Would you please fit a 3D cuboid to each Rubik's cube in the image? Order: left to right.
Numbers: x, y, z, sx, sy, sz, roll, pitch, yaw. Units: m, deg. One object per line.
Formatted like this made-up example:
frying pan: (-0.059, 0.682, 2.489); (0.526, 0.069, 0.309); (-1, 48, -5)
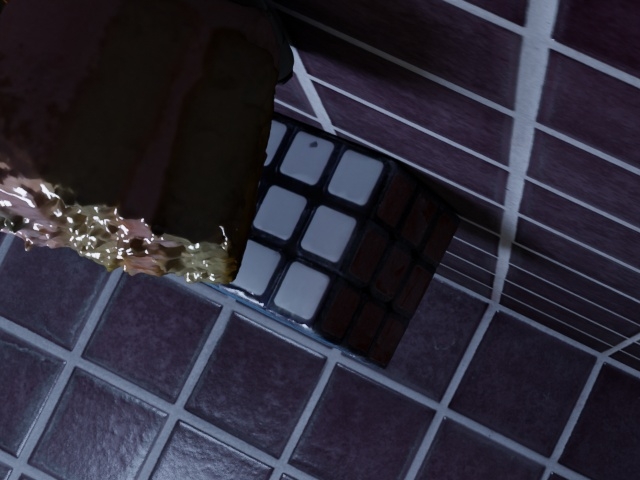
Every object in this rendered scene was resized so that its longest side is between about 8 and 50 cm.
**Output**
Rubik's cube: (0.000, 0.000, 2.302); (0.301, 0.304, 0.305); (23, 173, 32)

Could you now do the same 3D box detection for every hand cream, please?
hand cream: (-0.076, -0.240, 1.573); (0.080, 0.050, 0.234); (24, 168, 19)

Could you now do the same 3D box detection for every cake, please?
cake: (-0.208, -0.119, 1.533); (0.306, 0.293, 0.314); (14, 163, -1)

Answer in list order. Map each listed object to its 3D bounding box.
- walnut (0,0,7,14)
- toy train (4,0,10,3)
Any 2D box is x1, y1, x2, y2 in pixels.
walnut: (-0.590, -0.305, 2.323); (0.306, 0.306, 0.344); (25, 169, 19)
toy train: (-0.341, -0.329, 1.572); (0.074, 0.118, 0.176); (22, 176, 21)
